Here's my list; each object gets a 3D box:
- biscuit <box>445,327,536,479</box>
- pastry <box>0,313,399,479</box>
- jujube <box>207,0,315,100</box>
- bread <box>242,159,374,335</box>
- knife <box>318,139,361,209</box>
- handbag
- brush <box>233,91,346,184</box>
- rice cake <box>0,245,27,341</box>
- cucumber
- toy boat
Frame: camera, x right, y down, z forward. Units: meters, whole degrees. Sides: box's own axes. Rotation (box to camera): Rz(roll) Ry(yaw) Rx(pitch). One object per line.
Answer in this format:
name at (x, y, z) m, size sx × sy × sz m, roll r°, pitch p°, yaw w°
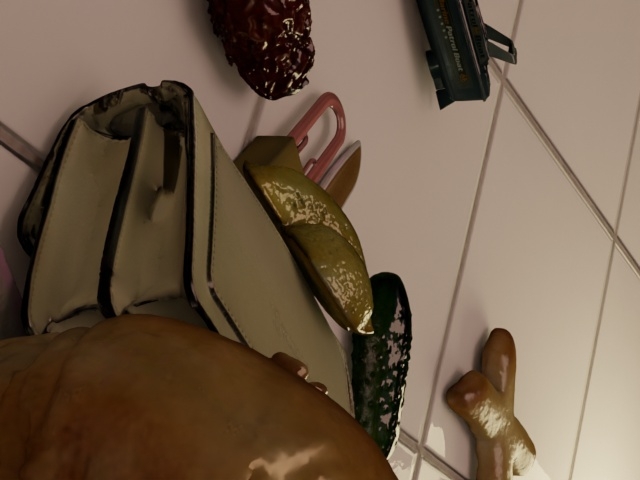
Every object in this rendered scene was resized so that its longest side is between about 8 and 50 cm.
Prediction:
biscuit at (0.224, 0.235, 1.916) m, size 0.164 × 0.047 × 0.208 m, roll -48°, pitch 132°, yaw -49°
pastry at (-0.116, 0.231, 0.966) m, size 0.245 × 0.409 × 0.410 m, roll -33°, pitch 120°, yaw -65°
jujube at (-0.053, -0.197, 1.359) m, size 0.104 × 0.104 × 0.166 m, roll -55°, pitch 145°, yaw -42°
bread at (0.000, 0.000, 1.321) m, size 0.188 × 0.065 × 0.149 m, roll 58°, pitch -1°, yaw -11°
knife at (-0.005, -0.016, 1.528) m, size 0.256 × 0.022 × 0.046 m, roll -59°, pitch 135°, yaw -39°
handbag at (-0.094, 0.071, 1.238) m, size 0.358 × 0.160 × 0.237 m, roll 61°, pitch 25°, yaw -44°
brush at (-0.022, -0.071, 1.469) m, size 0.233 × 0.047 × 0.103 m, roll -53°, pitch 133°, yaw -45°
rice cake at (-0.251, 0.079, 1.084) m, size 0.106 × 0.050 × 0.298 m, roll -51°, pitch 134°, yaw -46°
cucumber at (0.062, 0.147, 1.618) m, size 0.069 × 0.069 × 0.227 m, roll -2°, pitch 98°, yaw -60°
toy boat at (0.155, -0.274, 1.710) m, size 0.093 × 0.103 × 0.246 m, roll -80°, pitch 155°, yaw -65°
